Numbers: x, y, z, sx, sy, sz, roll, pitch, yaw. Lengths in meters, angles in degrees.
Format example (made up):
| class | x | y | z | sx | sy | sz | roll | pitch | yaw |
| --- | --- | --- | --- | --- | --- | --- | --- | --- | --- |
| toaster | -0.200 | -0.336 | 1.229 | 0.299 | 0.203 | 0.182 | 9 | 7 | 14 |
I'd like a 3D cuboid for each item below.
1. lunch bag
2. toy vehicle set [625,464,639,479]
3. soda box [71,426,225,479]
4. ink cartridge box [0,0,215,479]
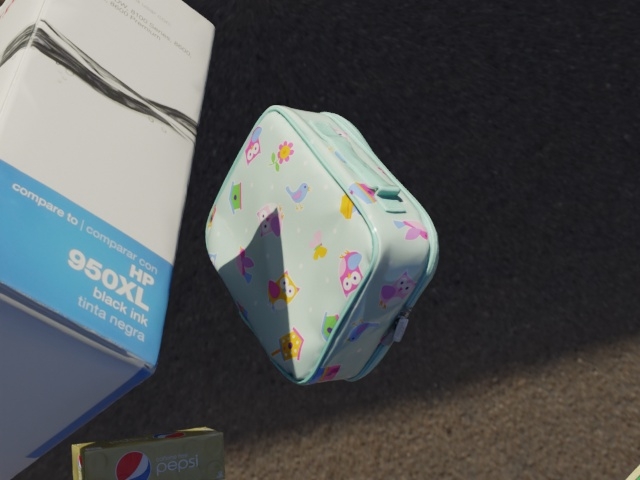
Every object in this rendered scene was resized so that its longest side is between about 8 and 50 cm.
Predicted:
| class | x | y | z | sx | sy | sz | roll | pitch | yaw |
| --- | --- | --- | --- | --- | --- | --- | --- | --- | --- |
| lunch bag | 0.000 | 0.000 | 1.058 | 0.107 | 0.279 | 0.224 | 7 | 124 | -40 |
| toy vehicle set | 0.383 | 0.330 | 1.087 | 0.166 | 0.266 | 0.035 | 27 | 122 | 31 |
| soda box | -0.211 | 0.275 | 1.250 | 0.181 | 0.058 | 0.061 | -2 | 89 | -29 |
| ink cartridge box | -0.247 | -0.025 | 0.820 | 0.166 | 0.395 | 0.285 | 33 | 128 | -28 |
